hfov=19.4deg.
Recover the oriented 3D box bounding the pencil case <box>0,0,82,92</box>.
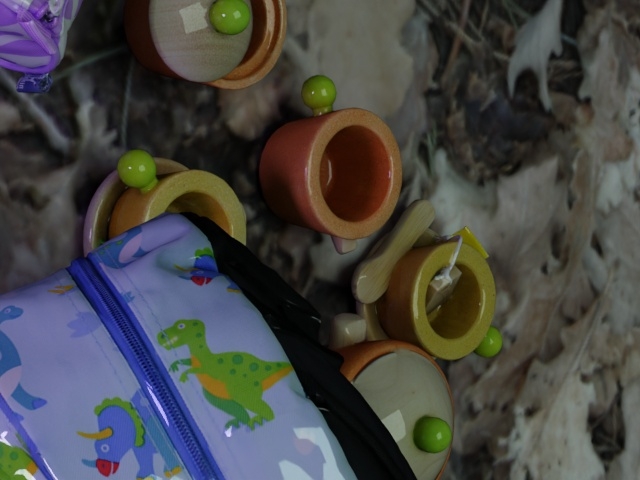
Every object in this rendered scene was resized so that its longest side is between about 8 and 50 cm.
[{"bbox_3d":[-0.121,-0.179,0.903,0.086,0.088,0.206,37,67,-38],"label":"pencil case"}]

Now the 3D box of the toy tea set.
[{"bbox_3d":[0.000,0.000,0.994,0.336,0.124,0.200,50,61,-32],"label":"toy tea set"}]

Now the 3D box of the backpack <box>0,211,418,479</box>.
[{"bbox_3d":[-0.048,0.162,0.849,0.273,0.290,0.355,-13,123,-13],"label":"backpack"}]
